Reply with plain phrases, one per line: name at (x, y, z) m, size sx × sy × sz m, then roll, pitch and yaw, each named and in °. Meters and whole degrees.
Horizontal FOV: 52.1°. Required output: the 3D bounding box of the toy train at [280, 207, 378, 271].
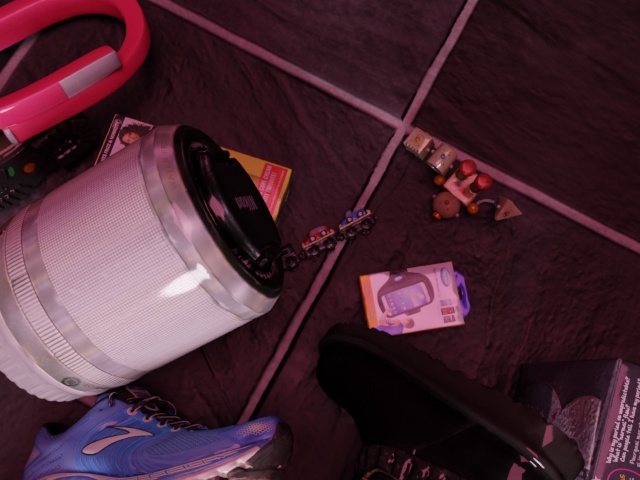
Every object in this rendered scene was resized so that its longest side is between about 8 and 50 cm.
toy train at (0.000, 0.000, 0.833) m, size 0.158 × 0.027 × 0.036 m, roll -26°, pitch 70°, yaw -7°

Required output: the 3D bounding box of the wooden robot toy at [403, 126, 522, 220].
wooden robot toy at (0.166, -0.065, 0.832) m, size 0.173 × 0.076 × 0.079 m, roll 41°, pitch 91°, yaw 6°

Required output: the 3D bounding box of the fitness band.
fitness band at (-0.352, -0.226, 0.812) m, size 0.291 × 0.054 × 0.209 m, roll -33°, pitch 56°, yaw -15°

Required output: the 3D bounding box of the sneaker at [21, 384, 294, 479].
sneaker at (-0.187, 0.217, 0.699) m, size 0.330 × 0.130 × 0.147 m, roll -13°, pitch 60°, yaw 16°

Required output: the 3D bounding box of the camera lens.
camera lens at (-0.193, 0.024, 0.694) m, size 0.274 × 0.219 × 0.219 m, roll -28°, pitch 81°, yaw 11°

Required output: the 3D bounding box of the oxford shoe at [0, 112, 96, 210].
oxford shoe at (-0.398, -0.104, 0.819) m, size 0.227 × 0.083 × 0.096 m, roll -35°, pitch 67°, yaw -11°

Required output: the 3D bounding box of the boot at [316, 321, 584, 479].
boot at (0.044, 0.233, 0.634) m, size 0.260 × 0.348 × 0.131 m, roll -48°, pitch 120°, yaw -16°

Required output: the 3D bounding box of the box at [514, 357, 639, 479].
box at (0.297, 0.222, 0.686) m, size 0.142 × 0.247 × 0.163 m, roll 19°, pitch 78°, yaw 2°

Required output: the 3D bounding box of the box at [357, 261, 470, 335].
box at (0.120, 0.074, 0.821) m, size 0.136 × 0.028 × 0.081 m, roll -9°, pitch 79°, yaw -2°

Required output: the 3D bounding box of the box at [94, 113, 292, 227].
box at (-0.157, -0.079, 0.825) m, size 0.232 × 0.058 × 0.087 m, roll 19°, pitch 79°, yaw 1°
